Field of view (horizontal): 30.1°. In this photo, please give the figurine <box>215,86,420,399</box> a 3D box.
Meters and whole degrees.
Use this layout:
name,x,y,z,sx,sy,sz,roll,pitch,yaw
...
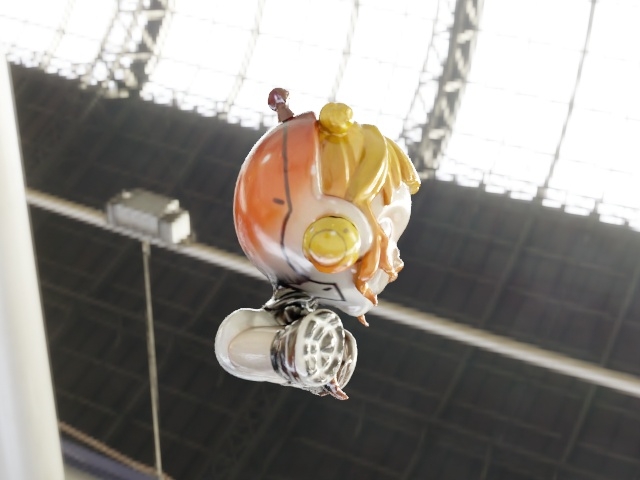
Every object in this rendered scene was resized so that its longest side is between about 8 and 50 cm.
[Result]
name,x,y,z,sx,sy,sz,roll,pitch,yaw
figurine,-0.005,0.001,1.289,0.196,0.320,0.323,12,-101,5
